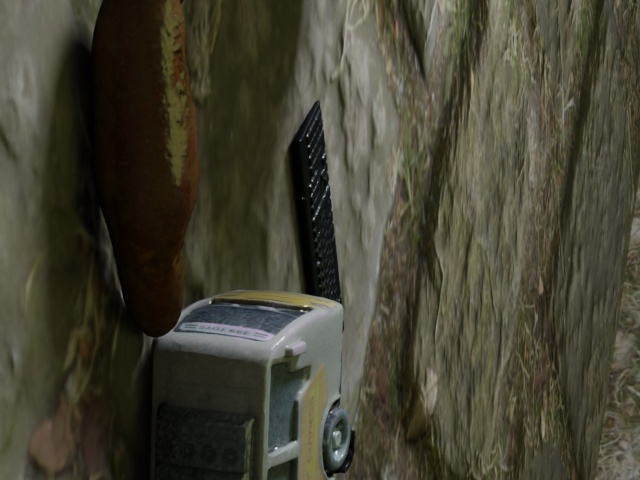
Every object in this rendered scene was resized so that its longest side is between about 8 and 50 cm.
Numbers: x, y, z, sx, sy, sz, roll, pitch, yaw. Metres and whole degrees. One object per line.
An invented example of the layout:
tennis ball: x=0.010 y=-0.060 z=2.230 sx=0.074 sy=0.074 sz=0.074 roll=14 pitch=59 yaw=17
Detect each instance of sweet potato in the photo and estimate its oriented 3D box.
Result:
sweet potato: x=-0.095 y=-0.046 z=1.092 sx=0.078 sy=0.058 sz=0.255 roll=-99 pitch=-171 yaw=-65

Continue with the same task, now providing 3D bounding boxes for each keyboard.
keyboard: x=0.000 y=0.000 z=1.494 sx=0.067 sy=0.011 sz=0.202 roll=-63 pitch=152 yaw=-55

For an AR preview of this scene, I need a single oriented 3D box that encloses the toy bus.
toy bus: x=-0.051 y=0.206 z=1.229 sx=0.138 sy=0.097 sz=0.342 roll=-14 pitch=108 yaw=-66
